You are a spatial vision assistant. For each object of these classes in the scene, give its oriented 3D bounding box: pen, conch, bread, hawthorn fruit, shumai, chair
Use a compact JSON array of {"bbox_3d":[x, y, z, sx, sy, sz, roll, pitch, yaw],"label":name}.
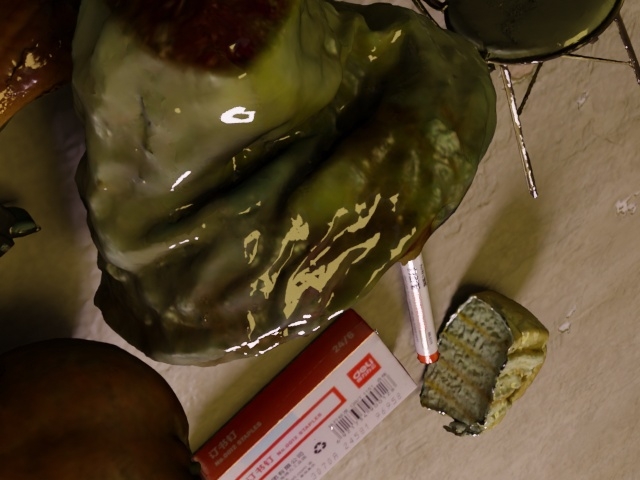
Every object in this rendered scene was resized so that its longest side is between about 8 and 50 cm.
[{"bbox_3d":[0.097,0.047,1.200,0.026,0.026,0.218,-31,136,-18],"label":"pen"},{"bbox_3d":[-0.207,-0.115,0.781,0.232,0.086,0.080,-41,104,-9],"label":"conch"},{"bbox_3d":[0.185,0.129,1.292,0.110,0.103,0.156,-11,133,-49],"label":"bread"},{"bbox_3d":[-0.230,0.222,0.883,0.300,0.268,0.268,-19,131,-22],"label":"hawthorn fruit"},{"bbox_3d":[-0.071,-0.099,0.797,0.309,0.304,0.263,-57,131,-31],"label":"shumai"},{"bbox_3d":[0.158,-0.188,0.949,0.170,0.160,0.326,-27,141,5],"label":"chair"}]

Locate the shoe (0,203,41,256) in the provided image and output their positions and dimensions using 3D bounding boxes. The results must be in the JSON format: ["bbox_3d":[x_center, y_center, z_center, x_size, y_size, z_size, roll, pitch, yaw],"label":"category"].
[{"bbox_3d":[-0.246,-0.003,0.848,0.099,0.071,0.169,-21,129,-30],"label":"shoe"}]

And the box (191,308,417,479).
[{"bbox_3d":[-0.017,0.182,1.192,0.229,0.050,0.123,-43,136,-4],"label":"box"}]
